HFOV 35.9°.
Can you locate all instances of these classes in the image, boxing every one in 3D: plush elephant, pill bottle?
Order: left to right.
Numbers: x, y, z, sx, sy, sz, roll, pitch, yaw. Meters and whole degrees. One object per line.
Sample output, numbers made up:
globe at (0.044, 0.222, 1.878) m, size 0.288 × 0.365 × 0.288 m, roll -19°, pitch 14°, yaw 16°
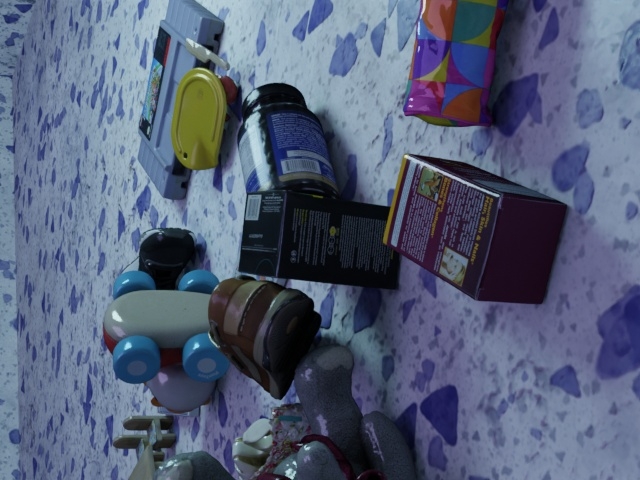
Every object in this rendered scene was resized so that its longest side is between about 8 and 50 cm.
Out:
pill bottle at (-0.048, -0.109, 1.345) m, size 0.123 × 0.123 × 0.219 m, roll 122°, pitch 147°, yaw -42°
plush elephant at (0.012, 0.295, 1.021) m, size 0.330 × 0.272 × 0.255 m, roll 61°, pitch 162°, yaw 3°

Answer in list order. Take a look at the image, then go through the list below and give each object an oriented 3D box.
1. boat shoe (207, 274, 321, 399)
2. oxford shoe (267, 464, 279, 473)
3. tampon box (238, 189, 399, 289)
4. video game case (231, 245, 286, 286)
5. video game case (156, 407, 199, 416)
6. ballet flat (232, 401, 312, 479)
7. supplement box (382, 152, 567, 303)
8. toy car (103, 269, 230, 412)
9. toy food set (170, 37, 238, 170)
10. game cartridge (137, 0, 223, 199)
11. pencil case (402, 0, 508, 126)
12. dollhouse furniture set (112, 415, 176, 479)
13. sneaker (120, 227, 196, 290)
boat shoe at (-0.075, 0.112, 1.249) m, size 0.122 × 0.120 × 0.324 m, roll -62°, pitch -9°, yaw -18°
oxford shoe at (-0.062, 0.356, 1.362) m, size 0.212 × 0.076 × 0.076 m, roll -53°, pitch -1°, yaw 30°
tampon box at (0.000, 0.000, 1.193) m, size 0.120 × 0.161 × 0.101 m, roll 3°, pitch 86°, yaw 62°
video game case at (-0.102, 0.069, 1.537) m, size 0.157 × 0.019 × 0.143 m, roll 56°, pitch 134°, yaw 51°
video game case at (-0.261, 0.220, 1.820) m, size 0.183 × 0.023 × 0.201 m, roll -15°, pitch 72°, yaw 62°
ballet flat at (-0.080, 0.288, 1.391) m, size 0.241 × 0.077 × 0.091 m, roll 126°, pitch 151°, yaw -45°
supplement box at (0.149, -0.015, 0.991) m, size 0.188 × 0.081 × 0.104 m, roll 35°, pitch 116°, yaw 60°
toy car at (-0.251, 0.205, 1.633) m, size 0.219 × 0.210 × 0.238 m, roll -108°, pitch 21°, yaw -56°
toy food set at (-0.189, -0.230, 1.724) m, size 0.128 × 0.071 × 0.218 m, roll 28°, pitch 114°, yaw 36°
game cartridge at (-0.283, -0.283, 1.919) m, size 0.230 × 0.068 × 0.355 m, roll 42°, pitch 123°, yaw 53°
pencil case at (0.149, -0.234, 1.020) m, size 0.104 × 0.104 × 0.236 m, roll 22°, pitch 103°, yaw 62°
dollhouse furniture set at (-0.368, 0.470, 1.831) m, size 0.242 × 0.161 × 0.212 m, roll -58°, pitch 37°, yaw 42°
sneaker at (-0.294, 0.077, 1.821) m, size 0.283 × 0.107 × 0.124 m, roll 130°, pitch 138°, yaw -56°
